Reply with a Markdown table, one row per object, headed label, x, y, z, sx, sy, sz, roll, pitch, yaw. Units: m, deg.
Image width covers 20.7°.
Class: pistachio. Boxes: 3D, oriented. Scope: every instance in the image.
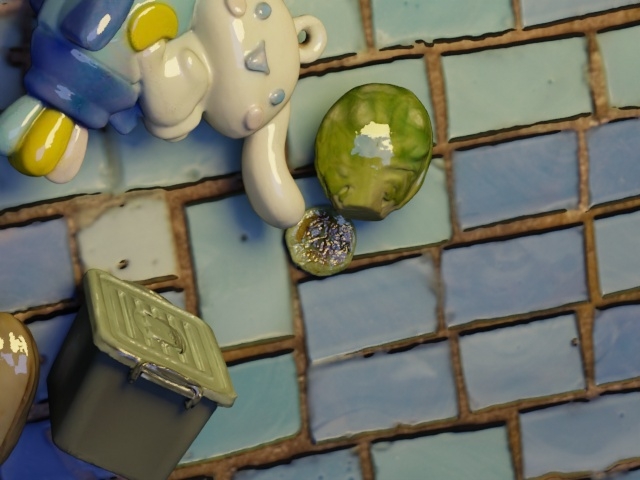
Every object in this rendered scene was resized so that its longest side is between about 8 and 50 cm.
| label | x | y | z | sx | sy | sz | roll | pitch | yaw |
| --- | --- | --- | --- | --- | --- | --- | --- | --- | --- |
| pistachio | -0.353 | 0.161 | 1.830 | 0.124 | 0.124 | 0.185 | 2 | 104 | -17 |

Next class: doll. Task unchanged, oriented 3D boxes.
| label | x | y | z | sx | sy | sz | roll | pitch | yaw |
| --- | --- | --- | --- | --- | --- | --- | --- | --- | --- |
| doll | -0.157 | -0.204 | 1.803 | 0.366 | 0.187 | 0.376 | -2 | 81 | -24 |

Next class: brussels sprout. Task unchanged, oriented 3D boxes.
| label | x | y | z | sx | sy | sz | roll | pitch | yaw |
| --- | --- | --- | --- | --- | --- | --- | --- | --- | --- |
| brussels sprout | 0.061 | -0.098 | 1.909 | 0.155 | 0.117 | 0.155 | -11 | 104 | -54 |

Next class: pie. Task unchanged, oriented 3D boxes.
| label | x | y | z | sx | sy | sz | roll | pitch | yaw |
| --- | --- | --- | --- | --- | --- | --- | --- | --- | --- |
| pie | 0.000 | 0.000 | 1.969 | 0.085 | 0.017 | 0.085 | -2 | 98 | -17 |

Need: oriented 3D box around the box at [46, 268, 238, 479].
| label | x | y | z | sx | sy | sz | roll | pitch | yaw |
| --- | --- | --- | --- | --- | --- | --- | --- | --- | --- |
| box | -0.198 | 0.146 | 1.824 | 0.163 | 0.243 | 0.135 | 27 | 101 | -20 |
